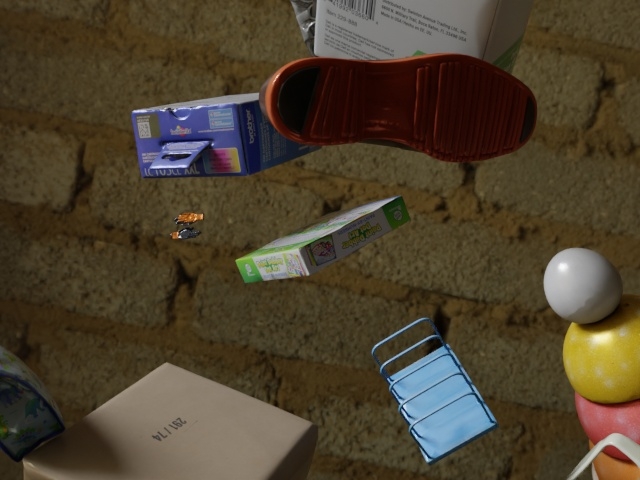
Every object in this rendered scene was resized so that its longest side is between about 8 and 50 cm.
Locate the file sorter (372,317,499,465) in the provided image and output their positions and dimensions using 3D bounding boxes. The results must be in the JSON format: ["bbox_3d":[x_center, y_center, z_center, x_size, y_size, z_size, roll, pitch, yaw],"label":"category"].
[{"bbox_3d":[0.164,0.221,0.990,0.104,0.118,0.170,55,5,-38],"label":"file sorter"}]

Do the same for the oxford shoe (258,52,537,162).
[{"bbox_3d":[0.075,-0.132,0.620,0.271,0.097,0.098,4,14,-18],"label":"oxford shoe"}]

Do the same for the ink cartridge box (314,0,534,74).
[{"bbox_3d":[0.115,-0.298,0.658,0.211,0.289,0.121,32,53,22],"label":"ink cartridge box"}]

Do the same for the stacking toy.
[{"bbox_3d":[0.530,0.206,1.082,0.480,0.350,0.350,55,-11,-13],"label":"stacking toy"}]

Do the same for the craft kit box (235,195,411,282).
[{"bbox_3d":[0.000,0.000,1.227,0.246,0.061,0.250,-24,7,-31],"label":"craft kit box"}]

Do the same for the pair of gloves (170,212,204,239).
[{"bbox_3d":[-0.314,-0.034,1.546,0.074,0.083,0.010,-5,-42,5],"label":"pair of gloves"}]

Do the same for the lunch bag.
[{"bbox_3d":[-0.428,0.199,0.875,0.096,0.151,0.129,-34,39,-26],"label":"lunch bag"}]

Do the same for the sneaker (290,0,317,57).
[{"bbox_3d":[0.009,-0.349,0.952,0.105,0.115,0.281,-19,-27,7],"label":"sneaker"}]

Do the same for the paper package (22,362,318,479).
[{"bbox_3d":[-0.207,0.353,0.955,0.309,0.168,0.325,16,20,20],"label":"paper package"}]

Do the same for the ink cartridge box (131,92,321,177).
[{"bbox_3d":[-0.202,-0.227,1.388,0.270,0.151,0.395,2,15,27],"label":"ink cartridge box"}]

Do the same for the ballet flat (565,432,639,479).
[{"bbox_3d":[0.464,0.340,0.885,0.164,0.182,0.483,-14,-24,-38],"label":"ballet flat"}]
